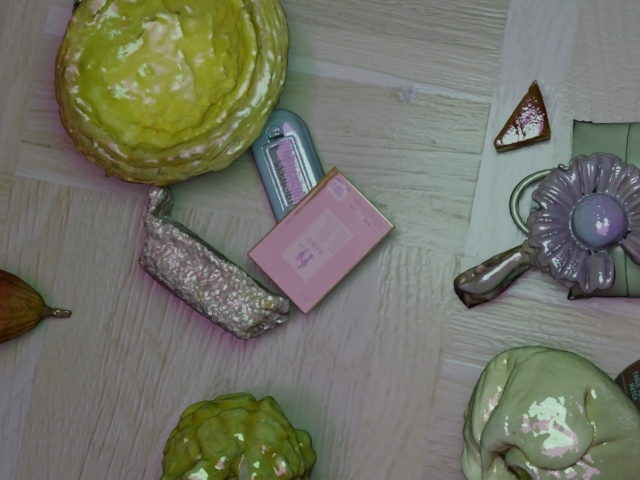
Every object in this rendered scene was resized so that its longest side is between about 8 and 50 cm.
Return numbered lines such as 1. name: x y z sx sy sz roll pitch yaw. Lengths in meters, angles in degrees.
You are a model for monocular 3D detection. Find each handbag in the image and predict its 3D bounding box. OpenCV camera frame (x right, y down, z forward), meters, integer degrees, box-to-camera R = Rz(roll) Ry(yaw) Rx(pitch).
1. handbag: 0.409 -0.041 1.477 0.315 0.109 0.241 0 85 24

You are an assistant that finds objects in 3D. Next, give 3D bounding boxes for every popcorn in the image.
1. popcorn: -0.097 0.315 1.447 0.195 0.255 0.256 -35 74 5

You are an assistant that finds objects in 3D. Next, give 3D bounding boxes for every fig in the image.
1. fig: -0.443 0.090 1.594 0.153 0.119 0.119 -7 85 8

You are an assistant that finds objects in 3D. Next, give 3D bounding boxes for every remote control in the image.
1. remote control: -0.031 -0.066 1.563 0.087 0.047 0.244 -21 84 5

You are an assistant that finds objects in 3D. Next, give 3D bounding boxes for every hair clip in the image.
1. hair clip: 0.291 0.007 1.443 0.300 0.069 0.173 -32 73 24

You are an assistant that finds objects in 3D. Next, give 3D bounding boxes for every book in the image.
1. book: 0.000 0.000 1.524 0.172 0.012 0.118 -44 81 5

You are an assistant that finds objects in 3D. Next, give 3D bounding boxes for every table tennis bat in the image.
1. table tennis bat: 0.424 0.235 1.466 0.170 0.107 0.119 -32 115 21

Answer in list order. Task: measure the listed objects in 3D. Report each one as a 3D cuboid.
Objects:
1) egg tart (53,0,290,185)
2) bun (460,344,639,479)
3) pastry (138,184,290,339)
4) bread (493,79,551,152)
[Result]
1. egg tart: -0.201 -0.236 1.563 0.345 0.132 0.345 -1 85 10
2. bun: 0.280 0.268 1.397 0.259 0.160 0.259 6 102 30
3. pastry: -0.164 0.042 1.551 0.265 0.103 0.112 44 87 13
4. bread: 0.282 -0.156 1.512 0.062 0.043 0.109 30 90 13
